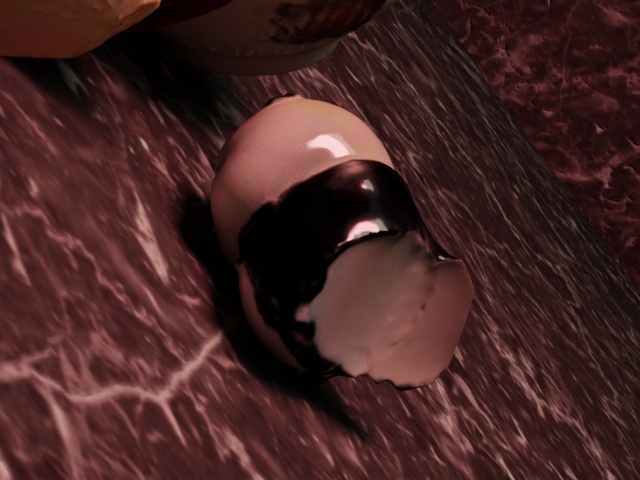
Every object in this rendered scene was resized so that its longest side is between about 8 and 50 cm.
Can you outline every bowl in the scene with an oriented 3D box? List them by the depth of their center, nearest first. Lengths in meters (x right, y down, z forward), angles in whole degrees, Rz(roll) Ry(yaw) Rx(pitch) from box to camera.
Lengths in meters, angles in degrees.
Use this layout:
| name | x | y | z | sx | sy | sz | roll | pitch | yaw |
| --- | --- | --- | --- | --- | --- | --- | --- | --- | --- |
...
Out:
| name | x | y | z | sx | sy | sz | roll | pitch | yaw |
| --- | --- | --- | --- | --- | --- | --- | --- | --- | --- |
| bowl | -0.052 | -0.225 | 1.180 | 0.337 | 0.337 | 0.157 | -107 | -164 | -51 |

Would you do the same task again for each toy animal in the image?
| name | x | y | z | sx | sy | sz | roll | pitch | yaw |
| --- | --- | --- | --- | --- | --- | --- | --- | --- | --- |
| toy animal | 0.000 | 0.000 | 1.016 | 0.179 | 0.138 | 0.166 | 55 | -7 | 38 |

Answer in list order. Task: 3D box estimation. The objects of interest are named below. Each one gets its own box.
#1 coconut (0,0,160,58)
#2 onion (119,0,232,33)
| name | x | y | z | sx | sy | sz | roll | pitch | yaw |
| --- | --- | --- | --- | --- | --- | --- | --- | --- | --- |
| coconut | -0.163 | -0.194 | 0.765 | 0.237 | 0.237 | 0.197 | 52 | 20 | -7 |
| onion | -0.122 | -0.236 | 0.928 | 0.248 | 0.248 | 0.161 | 53 | 5 | -2 |
